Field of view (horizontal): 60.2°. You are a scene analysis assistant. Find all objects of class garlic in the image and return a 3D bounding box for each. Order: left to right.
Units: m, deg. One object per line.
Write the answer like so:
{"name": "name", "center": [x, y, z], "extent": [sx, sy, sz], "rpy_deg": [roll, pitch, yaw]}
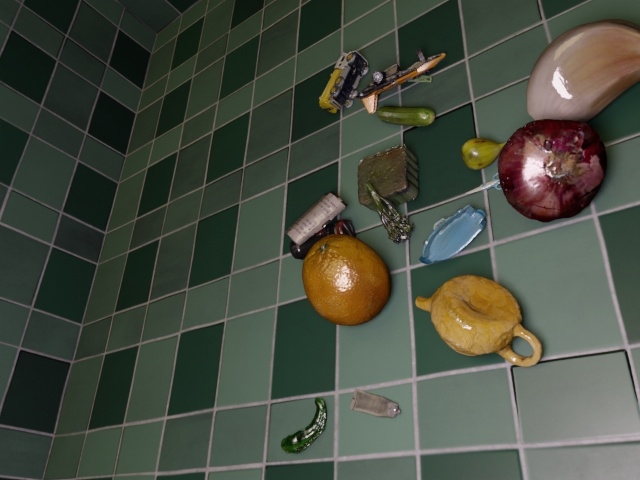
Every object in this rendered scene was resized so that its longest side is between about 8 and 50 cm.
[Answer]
{"name": "garlic", "center": [0.667, -0.411, 1.403], "extent": [0.245, 0.231, 0.340], "rpy_deg": [40, 118, 4]}

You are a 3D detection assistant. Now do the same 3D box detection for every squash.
{"name": "squash", "center": [0.276, -0.407, 1.799], "extent": [0.228, 0.066, 0.066], "rpy_deg": [19, 80, 48]}

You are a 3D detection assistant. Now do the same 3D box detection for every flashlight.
{"name": "flashlight", "center": [0.000, 0.000, 1.787], "extent": [0.231, 0.093, 0.093], "rpy_deg": [-17, 55, 34]}

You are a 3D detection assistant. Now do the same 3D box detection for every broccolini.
{"name": "broccolini", "center": [0.186, -0.076, 1.612], "extent": [0.068, 0.203, 0.091], "rpy_deg": [-39, -6, -42]}

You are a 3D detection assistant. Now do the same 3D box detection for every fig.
{"name": "fig", "center": [0.472, -0.240, 1.521], "extent": [0.166, 0.093, 0.093], "rpy_deg": [2, 66, 21]}

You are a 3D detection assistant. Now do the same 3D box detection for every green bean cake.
{"name": "green bean cake", "center": [0.210, -0.188, 1.704], "extent": [0.181, 0.094, 0.173], "rpy_deg": [-20, 55, 33]}

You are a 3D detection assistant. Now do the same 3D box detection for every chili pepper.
{"name": "chili pepper", "center": [-0.039, 0.527, 1.536], "extent": [0.182, 0.050, 0.073], "rpy_deg": [-50, 37, 4]}

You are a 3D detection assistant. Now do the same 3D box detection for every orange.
{"name": "orange", "center": [0.070, 0.105, 1.539], "extent": [0.264, 0.264, 0.264], "rpy_deg": [-21, 53, 32]}

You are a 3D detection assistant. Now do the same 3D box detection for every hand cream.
{"name": "hand cream", "center": [0.142, 0.432, 1.450], "extent": [0.165, 0.037, 0.057], "rpy_deg": [-2, 65, 49]}

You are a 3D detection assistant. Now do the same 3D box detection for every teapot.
{"name": "teapot", "center": [0.366, 0.202, 1.299], "extent": [0.311, 0.167, 0.203], "rpy_deg": [30, 42, 24]}

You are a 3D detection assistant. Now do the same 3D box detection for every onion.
{"name": "onion", "center": [0.554, -0.174, 1.329], "extent": [0.252, 0.219, 0.252], "rpy_deg": [3, 100, 18]}

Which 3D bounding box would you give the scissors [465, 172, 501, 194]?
{"name": "scissors", "center": [0.457, -0.149, 1.519], "extent": [0.119, 0.014, 0.058], "rpy_deg": [-23, 52, 26]}

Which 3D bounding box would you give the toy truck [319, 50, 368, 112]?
{"name": "toy truck", "center": [0.080, -0.589, 2.056], "extent": [0.114, 0.098, 0.227], "rpy_deg": [17, 79, 52]}

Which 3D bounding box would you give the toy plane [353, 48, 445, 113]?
{"name": "toy plane", "center": [0.263, -0.554, 1.848], "extent": [0.316, 0.204, 0.103], "rpy_deg": [-34, 91, 19]}

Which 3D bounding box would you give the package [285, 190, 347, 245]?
{"name": "package", "center": [-0.027, -0.080, 1.801], "extent": [0.204, 0.062, 0.251], "rpy_deg": [-41, 19, -5]}

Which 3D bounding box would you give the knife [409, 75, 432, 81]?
{"name": "knife", "center": [0.305, -0.561, 1.900], "extent": [0.207, 0.014, 0.030], "rpy_deg": [25, 84, 46]}

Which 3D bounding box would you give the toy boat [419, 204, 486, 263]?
{"name": "toy boat", "center": [0.352, -0.014, 1.500], "extent": [0.215, 0.088, 0.102], "rpy_deg": [-45, 10, 13]}
